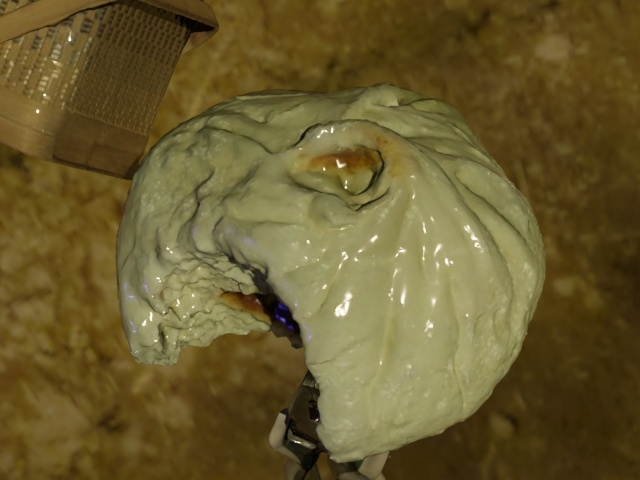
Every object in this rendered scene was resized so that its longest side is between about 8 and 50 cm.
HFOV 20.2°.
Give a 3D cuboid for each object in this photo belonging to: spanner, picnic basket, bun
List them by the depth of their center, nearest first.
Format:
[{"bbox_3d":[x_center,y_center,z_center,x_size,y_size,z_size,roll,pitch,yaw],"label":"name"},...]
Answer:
[{"bbox_3d":[0.000,0.000,0.853,0.212,0.126,0.204,0,48,8],"label":"bun"},{"bbox_3d":[-0.200,-0.145,0.972,0.266,0.165,0.139,23,92,12],"label":"picnic basket"},{"bbox_3d":[0.010,0.176,1.429,0.095,0.325,0.040,18,65,14],"label":"spanner"}]
